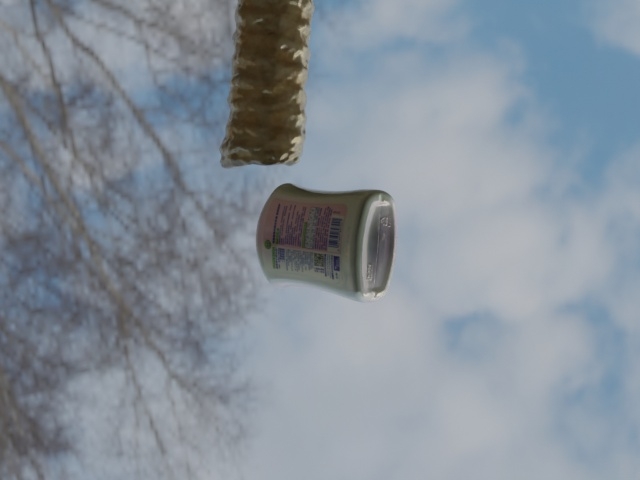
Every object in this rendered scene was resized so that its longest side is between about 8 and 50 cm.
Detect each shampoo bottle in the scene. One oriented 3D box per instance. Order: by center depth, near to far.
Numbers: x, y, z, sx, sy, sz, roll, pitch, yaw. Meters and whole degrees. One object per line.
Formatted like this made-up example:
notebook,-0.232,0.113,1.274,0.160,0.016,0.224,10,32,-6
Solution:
shampoo bottle,0.000,0.000,1.083,0.099,0.072,0.043,6,-177,42

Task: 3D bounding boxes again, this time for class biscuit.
biscuit,-0.034,-0.156,1.140,0.061,0.055,0.219,1,-96,23
